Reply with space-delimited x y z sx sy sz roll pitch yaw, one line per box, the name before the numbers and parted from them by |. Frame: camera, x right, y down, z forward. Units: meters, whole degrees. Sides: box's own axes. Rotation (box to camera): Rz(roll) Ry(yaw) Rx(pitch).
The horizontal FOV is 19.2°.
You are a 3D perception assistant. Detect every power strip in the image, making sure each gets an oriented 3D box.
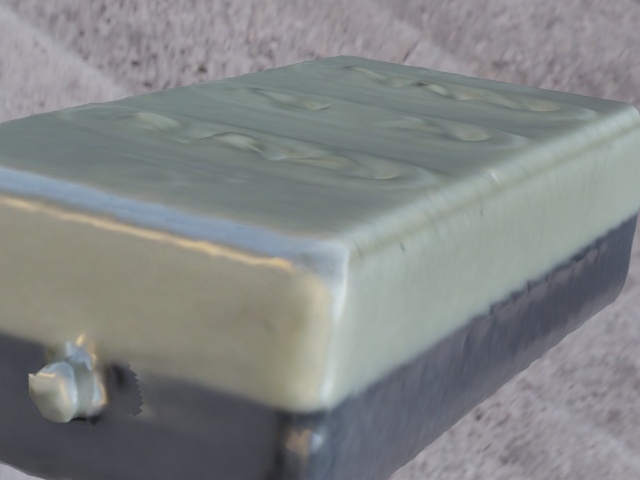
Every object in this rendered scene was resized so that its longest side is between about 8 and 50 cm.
power strip | 0.000 0.000 0.461 0.105 0.257 0.070 11 105 21
